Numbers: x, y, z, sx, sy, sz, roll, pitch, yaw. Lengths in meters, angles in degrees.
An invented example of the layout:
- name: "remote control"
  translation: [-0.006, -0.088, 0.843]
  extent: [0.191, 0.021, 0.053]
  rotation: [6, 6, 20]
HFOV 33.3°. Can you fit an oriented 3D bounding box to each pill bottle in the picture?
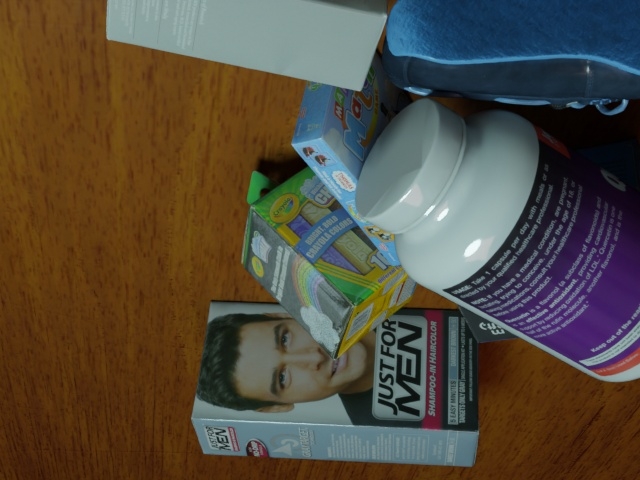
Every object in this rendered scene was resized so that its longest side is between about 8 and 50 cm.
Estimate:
- name: "pill bottle"
  translation: [0.199, -0.004, 1.010]
  extent: [0.323, 0.181, 0.181]
  rotation: [28, 139, -22]

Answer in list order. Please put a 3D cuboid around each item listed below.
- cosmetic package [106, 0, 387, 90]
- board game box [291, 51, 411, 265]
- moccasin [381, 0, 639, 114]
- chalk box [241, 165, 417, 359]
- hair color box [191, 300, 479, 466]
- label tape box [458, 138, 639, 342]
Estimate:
- name: "cosmetic package"
  translation: [-0.061, -0.227, 0.944]
  extent: [0.238, 0.127, 0.107]
  rotation: [8, 144, -6]
- name: "board game box"
  translation: [0.051, -0.098, 1.076]
  extent: [0.039, 0.160, 0.211]
  rotation: [-9, 143, 31]
- name: "moccasin"
  translation: [0.221, -0.185, 0.960]
  extent: [0.342, 0.137, 0.117]
  rotation: [4, 164, -8]
- name: "chalk box"
  translation: [0.000, 0.000, 1.213]
  extent: [0.213, 0.132, 0.132]
  rotation: [45, 151, 19]
- name: "hair color box"
  translation: [0.026, 0.195, 1.466]
  extent: [0.374, 0.185, 0.113]
  rotation: [1, 145, 5]
- name: "label tape box"
  translation: [0.290, 0.040, 1.286]
  extent: [0.241, 0.106, 0.333]
  rotation: [-10, 141, 21]
